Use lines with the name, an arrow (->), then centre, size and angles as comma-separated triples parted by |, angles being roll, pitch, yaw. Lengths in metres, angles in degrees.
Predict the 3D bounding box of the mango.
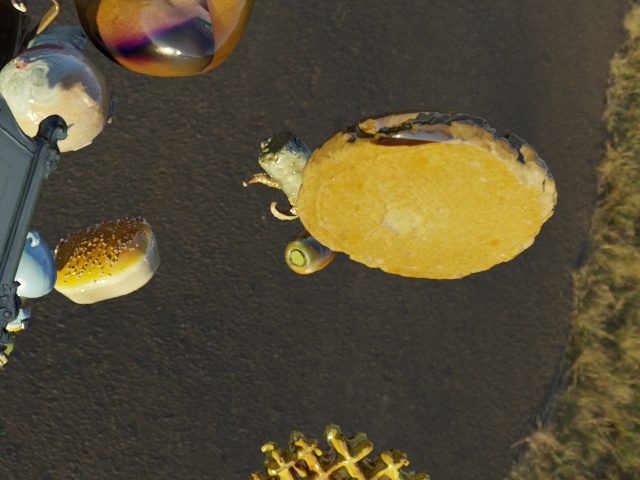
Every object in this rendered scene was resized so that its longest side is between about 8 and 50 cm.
mango -> -0.200, -0.289, 0.913 | 0.201, 0.287, 0.153 | -10, 114, -30

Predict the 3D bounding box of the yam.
yam -> -0.020, -0.085, 1.131 | 0.179, 0.078, 0.078 | 51, 58, -30

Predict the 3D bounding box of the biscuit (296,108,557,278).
biscuit -> 0.089, -0.035, 0.643 | 0.226, 0.226, 0.042 | 37, 47, -34

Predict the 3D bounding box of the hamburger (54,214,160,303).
hamburger -> -0.566, 0.048, 1.918 | 0.227, 0.295, 0.151 | -94, 169, -52

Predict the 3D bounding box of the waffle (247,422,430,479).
waffle -> 0.011, 0.315, 0.785 | 0.228, 0.051, 0.232 | 20, 92, -11

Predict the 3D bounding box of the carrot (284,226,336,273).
carrot -> 0.000, 0.000, 1.401 | 0.193, 0.087, 0.087 | -41, 116, -56

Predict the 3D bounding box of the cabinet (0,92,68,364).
cabinet -> -0.489, -0.037, 0.816 | 0.227, 0.289, 0.318 | 50, 38, -54

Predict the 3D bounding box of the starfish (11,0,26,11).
starfish -> -0.526, -0.643, 1.336 | 0.398, 0.132, 0.384 | 38, 87, -7

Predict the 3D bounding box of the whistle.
whistle -> -0.456, -0.286, 1.248 | 0.189, 0.189, 0.348 | 25, 35, -38

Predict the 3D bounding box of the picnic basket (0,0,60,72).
picnic basket -> -0.728, -0.462, 1.525 | 0.254, 0.321, 0.291 | 24, 45, -42

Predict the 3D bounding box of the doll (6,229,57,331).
doll -> -0.699, 0.087, 1.708 | 0.141, 0.314, 0.177 | -20, 64, -46

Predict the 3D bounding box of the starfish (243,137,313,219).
starfish -> -0.060, -0.128, 1.391 | 0.146, 0.190, 0.074 | 52, 48, 2

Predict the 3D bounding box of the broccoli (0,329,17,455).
broccoli -> -0.527, 0.247, 1.002 | 0.177, 0.275, 0.198 | 32, 28, 5
